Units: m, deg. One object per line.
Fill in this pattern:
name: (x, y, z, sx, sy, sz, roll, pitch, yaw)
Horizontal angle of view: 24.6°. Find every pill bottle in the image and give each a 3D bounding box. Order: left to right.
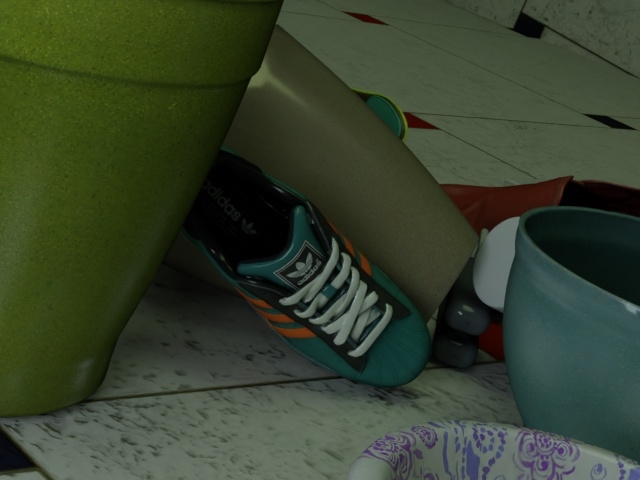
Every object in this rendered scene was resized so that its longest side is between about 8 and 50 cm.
pill bottle: (0.256, 0.057, 1.429, 0.221, 0.124, 0.124, 24, 10, -37)

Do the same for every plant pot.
plant pot: (-0.237, -0.073, 1.086, 0.366, 0.353, 0.366, 15, 17, -5)
plant pot: (0.003, -0.024, 1.404, 0.274, 0.256, 0.256, 33, 18, 1)
plant pot: (0.279, 0.116, 1.232, 0.293, 0.196, 0.293, 14, 17, -4)

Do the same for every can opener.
can opener: (0.167, 0.057, 1.518, 0.093, 0.074, 0.280, 19, 18, 7)

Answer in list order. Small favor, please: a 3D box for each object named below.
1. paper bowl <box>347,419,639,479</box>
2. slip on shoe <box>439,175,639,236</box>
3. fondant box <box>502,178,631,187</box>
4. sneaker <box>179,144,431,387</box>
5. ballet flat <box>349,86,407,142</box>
paper bowl: (0.133, 0.231, 0.828, 0.284, 0.148, 0.284, 15, 17, -5)
slip on shoe: (0.259, -0.030, 1.655, 0.331, 0.101, 0.123, 9, 41, 21)
fondant box: (0.404, 0.025, 1.797, 0.238, 0.096, 0.330, -2, 26, -44)
sneaker: (-0.019, 0.030, 1.239, 0.302, 0.108, 0.121, 39, -3, -14)
ballet flat: (0.073, -0.184, 2.189, 0.077, 0.077, 0.231, 23, 7, -43)
